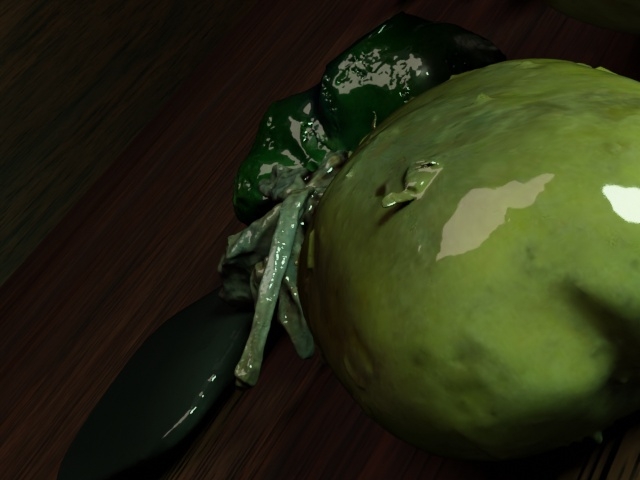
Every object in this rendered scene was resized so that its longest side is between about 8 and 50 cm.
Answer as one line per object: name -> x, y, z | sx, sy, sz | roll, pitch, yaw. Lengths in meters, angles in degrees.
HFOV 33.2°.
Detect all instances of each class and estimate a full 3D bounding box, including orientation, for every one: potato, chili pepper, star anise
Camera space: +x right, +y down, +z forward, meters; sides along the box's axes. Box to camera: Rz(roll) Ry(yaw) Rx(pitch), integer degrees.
potato -> 0.074, -0.003, 0.504 | 0.191, 0.141, 0.296 | -43, 13, -2
chili pepper -> 0.026, -0.110, 0.911 | 0.264, 0.116, 0.148 | -31, -1, 30
star anise -> 0.000, 0.000, 0.755 | 0.209, 0.089, 0.231 | -31, 21, 20

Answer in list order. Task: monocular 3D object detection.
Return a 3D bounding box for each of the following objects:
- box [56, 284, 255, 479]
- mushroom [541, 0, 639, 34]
box -> -0.116, 0.111, 0.864 | 0.201, 0.042, 0.212 | -28, 24, 46
mushroom -> 0.221, -0.277, 0.629 | 0.290, 0.297, 0.297 | -22, 5, -27
